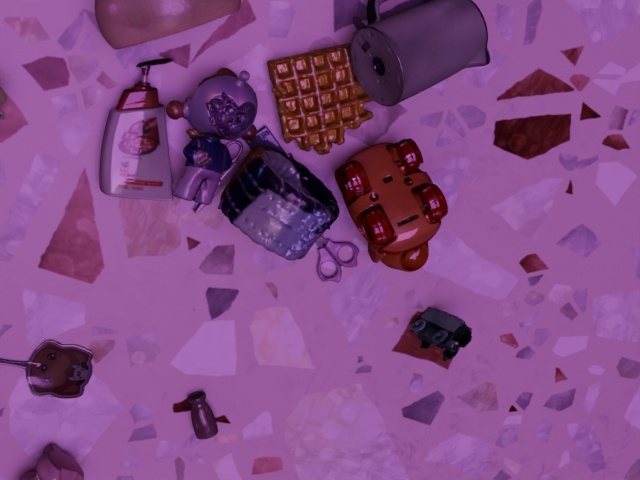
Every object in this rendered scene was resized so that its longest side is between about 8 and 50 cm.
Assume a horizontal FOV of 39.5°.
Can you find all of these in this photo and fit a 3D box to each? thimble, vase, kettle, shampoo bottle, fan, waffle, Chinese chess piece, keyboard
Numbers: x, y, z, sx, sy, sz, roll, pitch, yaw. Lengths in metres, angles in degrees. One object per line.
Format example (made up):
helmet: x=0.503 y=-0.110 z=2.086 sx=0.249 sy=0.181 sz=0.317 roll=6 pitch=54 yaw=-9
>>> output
thimble: x=-0.077 y=-0.072 z=1.799 sx=0.237 sy=0.237 sz=0.150 roll=30 pitch=111 yaw=-22
vase: x=-0.267 y=0.392 z=2.006 sx=0.053 sy=0.053 sz=0.101 roll=-17 pitch=107 yaw=-10
kettle: x=0.194 y=-0.417 z=1.806 sx=0.255 sy=0.165 sz=0.240 roll=-29 pitch=83 yaw=-23
shampoo bottle: x=-0.353 y=-0.222 z=1.769 sx=0.153 sy=0.071 sz=0.284 roll=2 pitch=108 yaw=-24
fan: x=-0.596 y=0.269 z=1.894 sx=0.219 sy=0.009 sz=0.132 roll=11 pitch=101 yaw=-20
waffle: x=0.016 y=-0.289 z=1.864 sx=0.229 sy=0.057 sz=0.219 roll=-14 pitch=111 yaw=-12
Chinese chess piece: x=-0.275 y=-0.432 z=1.618 sx=0.273 sy=0.273 sz=0.102 roll=-21 pitch=109 yaw=-9
keyboard: x=-0.088 y=-0.160 z=1.898 sx=0.055 sy=0.014 sz=0.176 roll=-37 pitch=113 yaw=-1

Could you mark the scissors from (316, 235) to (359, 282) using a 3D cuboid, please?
scissors: x=0.000 y=0.000 z=1.973 sx=0.110 sy=0.021 sz=0.212 roll=-40 pitch=114 yaw=-3

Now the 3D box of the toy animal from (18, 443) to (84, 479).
toy animal: x=-0.614 y=0.550 z=1.927 sx=0.212 sy=0.124 sz=0.124 roll=-45 pitch=114 yaw=8

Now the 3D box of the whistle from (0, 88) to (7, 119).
whistle: x=-0.692 y=-0.316 z=1.619 sx=0.288 sy=0.131 sz=0.106 roll=42 pitch=53 yaw=-24

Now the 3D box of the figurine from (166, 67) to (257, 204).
figurine: x=-0.223 y=-0.209 z=1.772 sx=0.194 sy=0.133 sz=0.274 roll=40 pitch=83 yaw=-34

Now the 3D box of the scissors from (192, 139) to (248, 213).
scissors: x=-0.208 y=-0.125 z=1.870 sx=0.085 sy=0.022 sz=0.176 roll=41 pitch=92 yaw=-15

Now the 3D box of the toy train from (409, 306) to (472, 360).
toy train: x=0.277 y=0.209 z=2.043 sx=0.099 sy=0.172 sz=0.070 roll=-42 pitch=114 yaw=-13

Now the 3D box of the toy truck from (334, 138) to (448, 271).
toy truck: x=0.152 y=-0.065 z=1.926 sx=0.189 sy=0.239 sz=0.265 roll=-23 pitch=71 yaw=-8
